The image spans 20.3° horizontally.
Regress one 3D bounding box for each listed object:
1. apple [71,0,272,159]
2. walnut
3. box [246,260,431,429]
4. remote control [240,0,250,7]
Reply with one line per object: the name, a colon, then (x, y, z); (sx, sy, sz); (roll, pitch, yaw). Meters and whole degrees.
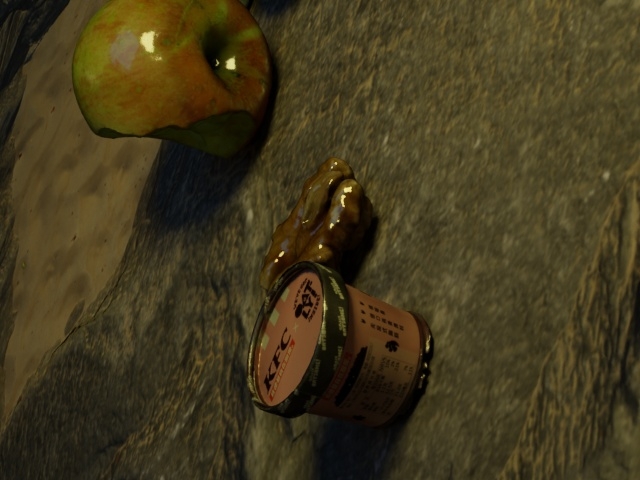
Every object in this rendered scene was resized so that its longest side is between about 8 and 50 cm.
apple: (-0.188, -0.203, 2.219); (0.226, 0.246, 0.246); (-15, 58, 42)
walnut: (0.000, 0.000, 1.924); (0.170, 0.069, 0.143); (-58, 28, 18)
box: (0.021, 0.110, 1.736); (0.151, 0.135, 0.151); (-46, 34, 44)
remote control: (-0.113, -0.397, 2.425); (0.296, 0.056, 0.140); (-66, 25, 8)
